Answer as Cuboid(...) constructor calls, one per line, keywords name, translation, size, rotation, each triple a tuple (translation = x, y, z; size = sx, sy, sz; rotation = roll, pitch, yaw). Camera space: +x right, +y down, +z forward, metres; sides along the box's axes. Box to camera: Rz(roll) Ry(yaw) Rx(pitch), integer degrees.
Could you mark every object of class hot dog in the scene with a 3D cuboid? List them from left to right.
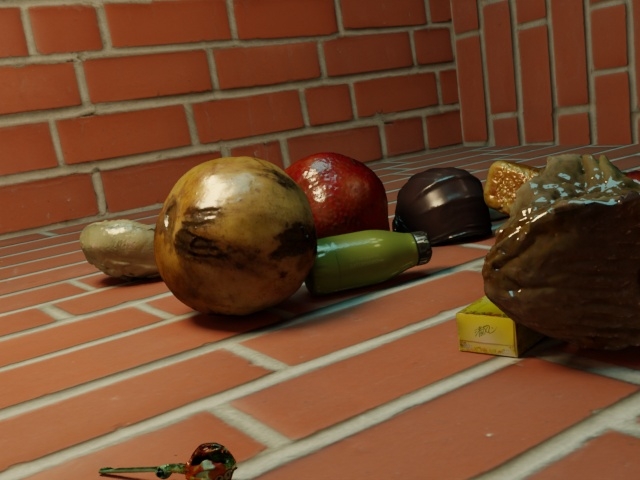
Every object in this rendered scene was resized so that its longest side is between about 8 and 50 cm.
Cuboid(name="hot dog", translation=(0.517, -0.098, 1.774), size=(0.153, 0.150, 0.257), rotation=(5, 16, -46))

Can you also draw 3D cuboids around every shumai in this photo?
Cuboid(name="shumai", translation=(0.386, 0.006, 1.081), size=(0.346, 0.217, 0.283), rotation=(-15, 15, 4))

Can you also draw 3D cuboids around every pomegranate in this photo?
Cuboid(name="pomegranate", translation=(-0.158, -0.008, 1.422), size=(0.322, 0.322, 0.322), rotation=(-7, 11, 1))

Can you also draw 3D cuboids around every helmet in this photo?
Cuboid(name="helmet", translation=(0.293, -0.096, 1.918), size=(0.225, 0.177, 0.305), rotation=(-13, 14, -20))

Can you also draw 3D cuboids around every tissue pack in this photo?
Cuboid(name="tissue pack", translation=(0.287, 0.113, 1.146), size=(0.095, 0.062, 0.176), rotation=(2, 14, 40))

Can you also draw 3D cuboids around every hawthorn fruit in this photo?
Cuboid(name="hawthorn fruit", translation=(0.043, -0.068, 1.764), size=(0.307, 0.265, 0.265), rotation=(8, 1, -35))

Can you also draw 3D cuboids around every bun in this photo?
Cuboid(name="bun", translation=(-0.463, 0.027, 1.845), size=(0.239, 0.141, 0.239), rotation=(5, -9, 1))

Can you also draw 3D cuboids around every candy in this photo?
Cuboid(name="candy", translation=(-0.172, 0.250, 0.833), size=(0.185, 0.049, 0.055), rotation=(-11, 1, 27))

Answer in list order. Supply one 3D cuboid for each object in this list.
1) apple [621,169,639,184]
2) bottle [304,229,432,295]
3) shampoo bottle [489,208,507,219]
Cuboid(name="apple", translation=(0.570, -0.036, 1.452), size=(0.199, 0.199, 0.199), rotation=(-7, 11, 1))
Cuboid(name="bottle", translation=(0.095, 0.036, 1.533), size=(0.260, 0.112, 0.112), rotation=(-10, 11, -16))
Cuboid(name="shampoo bottle", translation=(0.476, -0.086, 2.046), size=(0.195, 0.056, 0.056), rotation=(-14, 13, -30))
